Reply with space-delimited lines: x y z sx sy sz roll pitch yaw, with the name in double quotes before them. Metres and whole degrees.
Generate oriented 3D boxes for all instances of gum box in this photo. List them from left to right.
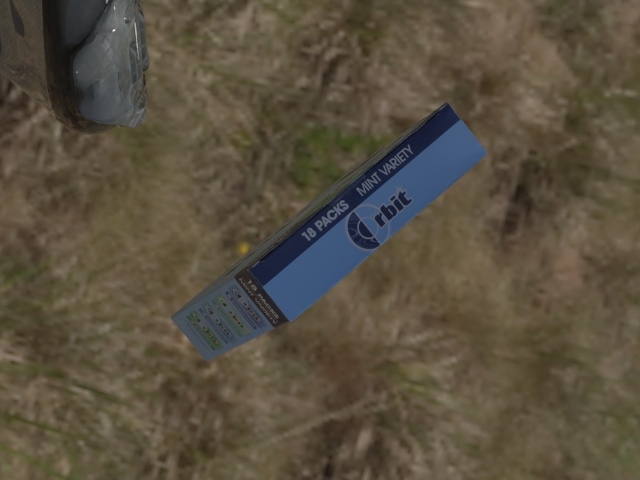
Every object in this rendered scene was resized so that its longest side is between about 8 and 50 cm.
"gum box" 0.000 0.000 0.950 0.157 0.041 0.184 -40 -178 -21

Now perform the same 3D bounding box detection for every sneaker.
"sneaker" -0.143 -0.115 0.585 0.108 0.271 0.100 -21 134 -25
